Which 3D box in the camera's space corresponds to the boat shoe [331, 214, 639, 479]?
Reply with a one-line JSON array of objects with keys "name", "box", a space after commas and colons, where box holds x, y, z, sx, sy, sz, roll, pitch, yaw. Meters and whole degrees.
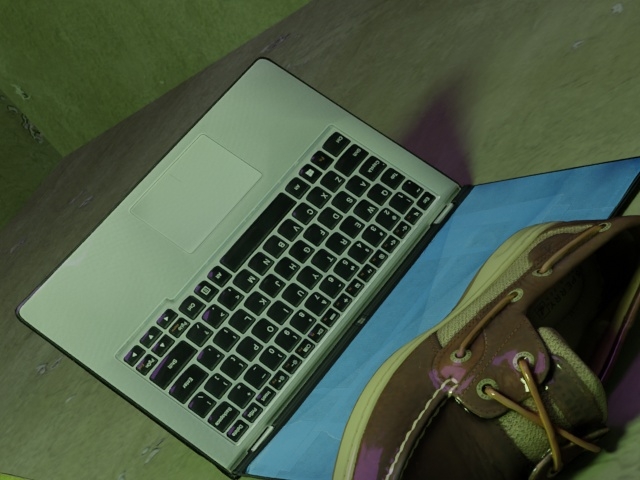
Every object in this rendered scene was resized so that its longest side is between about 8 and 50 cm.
[{"name": "boat shoe", "box": [0.131, 0.098, 0.930, 0.123, 0.123, 0.342, -19, 21, 50]}]

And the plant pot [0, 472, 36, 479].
[{"name": "plant pot", "box": [-0.208, 0.294, 0.816, 0.366, 0.366, 0.353, -43, 4, -7]}]

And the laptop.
[{"name": "laptop", "box": [0.000, 0.000, 1.244, 0.382, 0.408, 0.236, -49, -14, -26]}]
